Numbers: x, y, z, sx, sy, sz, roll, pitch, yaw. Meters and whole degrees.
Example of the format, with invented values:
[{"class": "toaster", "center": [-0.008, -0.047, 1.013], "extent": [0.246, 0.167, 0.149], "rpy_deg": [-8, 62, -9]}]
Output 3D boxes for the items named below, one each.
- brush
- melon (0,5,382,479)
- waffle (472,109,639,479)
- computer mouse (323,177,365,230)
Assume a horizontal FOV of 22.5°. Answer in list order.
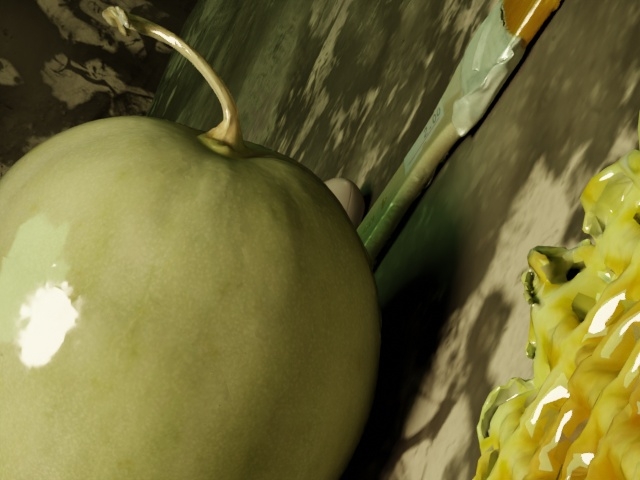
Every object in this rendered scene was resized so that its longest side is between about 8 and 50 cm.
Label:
[{"class": "brush", "center": [0.063, -0.050, 1.030], "extent": [0.336, 0.020, 0.085], "rpy_deg": [-58, 14, 28]}, {"class": "melon", "center": [-0.095, 0.071, 0.906], "extent": [0.308, 0.272, 0.271], "rpy_deg": [-53, 16, 28]}, {"class": "waffle", "center": [0.114, 0.054, 0.499], "extent": [0.317, 0.073, 0.297], "rpy_deg": [-57, 8, 52]}, {"class": "computer mouse", "center": [-0.002, -0.001, 1.155], "extent": [0.096, 0.039, 0.066], "rpy_deg": [-67, 12, -11]}]
